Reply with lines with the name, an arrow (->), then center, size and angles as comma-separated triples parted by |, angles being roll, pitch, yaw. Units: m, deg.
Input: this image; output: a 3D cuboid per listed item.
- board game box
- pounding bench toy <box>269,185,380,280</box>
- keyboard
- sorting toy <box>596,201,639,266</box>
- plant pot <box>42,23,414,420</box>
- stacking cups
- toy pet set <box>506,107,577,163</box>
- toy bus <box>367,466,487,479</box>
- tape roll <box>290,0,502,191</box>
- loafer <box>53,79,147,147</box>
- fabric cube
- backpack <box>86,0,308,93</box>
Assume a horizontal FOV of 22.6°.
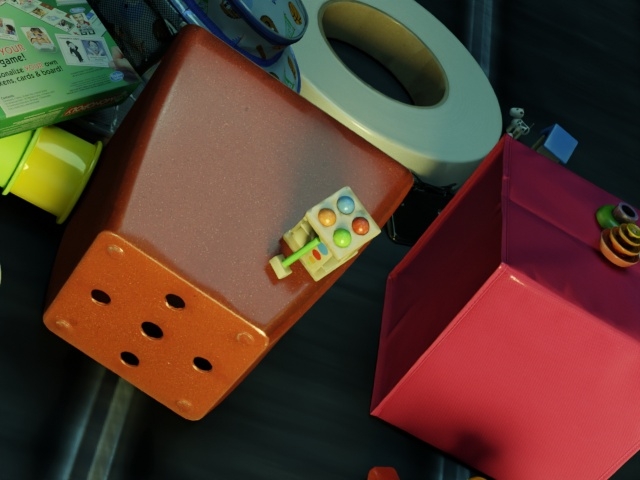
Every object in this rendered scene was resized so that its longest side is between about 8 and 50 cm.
board game box -> -0.344, -0.196, 1.539 | 0.317, 0.046, 0.213 | -23, 74, -50
pounding bench toy -> 0.000, 0.000, 1.412 | 0.083, 0.065, 0.052 | -33, 85, -30
keyboard -> 0.150, -0.028, 2.019 | 0.192, 0.038, 0.100 | 11, 66, -37
sorting toy -> 0.327, -0.012, 1.689 | 0.061, 0.042, 0.102 | 30, 34, -11
plant pot -> -0.115, 0.008, 1.535 | 0.267, 0.267, 0.235 | 34, 48, -7
stacking cups -> -0.373, -0.132, 1.581 | 0.316, 0.096, 0.096 | 30, 35, -13
toy pet set -> 0.297, -0.147, 2.237 | 0.114, 0.065, 0.122 | 38, 22, -11
toy bus -> 0.147, 0.286, 1.569 | 0.191, 0.104, 0.202 | 28, 35, -16
tape roll -> 0.067, -0.225, 2.128 | 0.392, 0.072, 0.392 | 24, 37, -20
loafer -> -0.310, -0.164, 1.686 | 0.303, 0.095, 0.109 | 22, 51, -29
fabric cube -> 0.235, 0.092, 1.750 | 0.258, 0.254, 0.259 | 28, 35, -12
backpack -> -0.133, -0.241, 1.832 | 0.263, 0.213, 0.276 | 58, 28, -13
